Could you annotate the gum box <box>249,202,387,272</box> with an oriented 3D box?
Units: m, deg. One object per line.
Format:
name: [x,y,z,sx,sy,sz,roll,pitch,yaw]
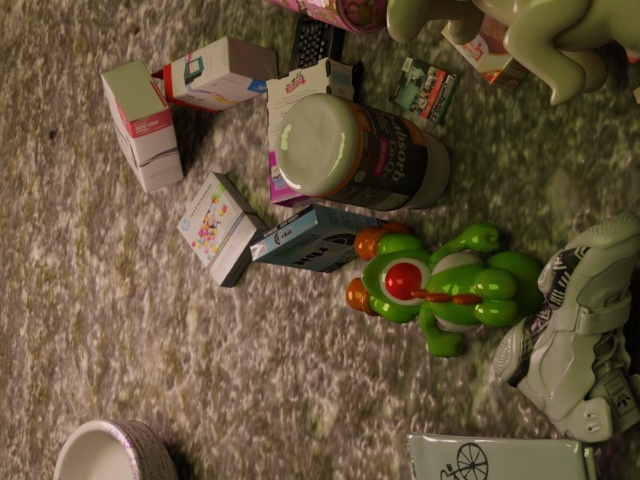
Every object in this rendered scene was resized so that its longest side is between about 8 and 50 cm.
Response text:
gum box: [0.000,0.000,1.891,0.157,0.184,0.041,-30,64,36]

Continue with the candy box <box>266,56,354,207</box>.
candy box: [-0.015,-0.187,1.971,0.159,0.071,0.233,-13,75,42]

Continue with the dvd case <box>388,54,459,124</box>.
dvd case: [0.173,-0.256,1.890,0.119,0.013,0.087,31,104,40]

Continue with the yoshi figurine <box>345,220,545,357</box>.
yoshi figurine: [0.209,0.069,1.735,0.203,0.203,0.362,-44,27,-20]

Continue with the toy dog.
toy dog: [0.359,-0.375,1.509,0.408,0.285,0.395,21,99,27]

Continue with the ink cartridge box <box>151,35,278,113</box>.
ink cartridge box: [-0.209,-0.312,2.168,0.231,0.134,0.077,-17,73,41]

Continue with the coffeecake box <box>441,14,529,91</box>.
coffeecake box: [0.300,-0.351,1.750,0.185,0.068,0.142,-53,54,24]

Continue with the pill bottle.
pill bottle: [0.075,-0.131,1.779,0.162,0.279,0.162,-8,79,42]

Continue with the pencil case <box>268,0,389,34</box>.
pencil case: [-0.025,-0.484,2.003,0.386,0.167,0.160,27,100,42]

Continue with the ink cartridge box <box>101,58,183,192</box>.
ink cartridge box: [-0.355,-0.227,2.238,0.158,0.092,0.217,57,164,33]

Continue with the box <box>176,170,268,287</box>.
box: [-0.192,-0.022,2.173,0.145,0.038,0.186,-55,51,21]

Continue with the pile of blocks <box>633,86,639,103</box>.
pile of blocks: [0.583,-0.214,1.414,0.362,0.149,0.112,-26,78,39]

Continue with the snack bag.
snack bag: [0.273,0.440,1.622,0.343,0.037,0.322,-9,91,49]

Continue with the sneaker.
sneaker: [0.382,0.135,1.506,0.210,0.137,0.365,51,142,25]

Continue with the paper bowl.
paper bowl: [-0.389,0.494,2.197,0.284,0.148,0.284,-9,77,42]

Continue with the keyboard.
keyboard: [-0.001,-0.263,2.041,0.202,0.033,0.317,10,91,43]
